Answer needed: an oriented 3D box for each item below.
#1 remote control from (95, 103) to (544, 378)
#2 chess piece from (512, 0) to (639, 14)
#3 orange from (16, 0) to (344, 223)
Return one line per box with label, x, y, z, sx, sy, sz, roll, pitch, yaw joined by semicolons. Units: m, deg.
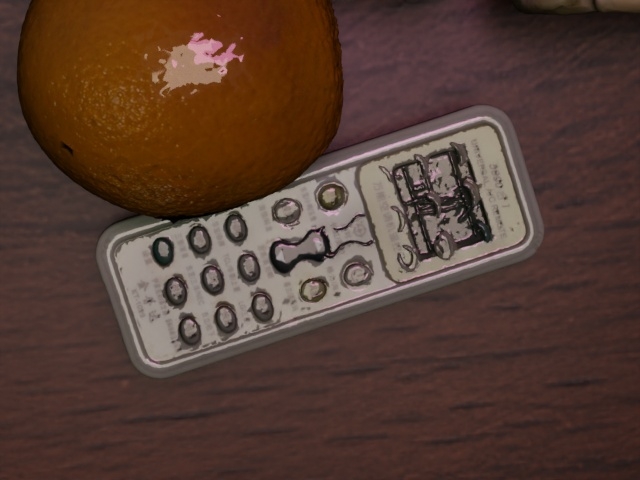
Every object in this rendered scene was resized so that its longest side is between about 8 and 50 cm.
remote control;0.000;0.000;1.113;0.335;0.065;0.128;-18;94;-2
chess piece;0.219;-0.381;1.013;0.234;0.234;0.442;-1;99;-3
orange;-0.098;-0.122;1.019;0.236;0.236;0.236;0;95;-3
